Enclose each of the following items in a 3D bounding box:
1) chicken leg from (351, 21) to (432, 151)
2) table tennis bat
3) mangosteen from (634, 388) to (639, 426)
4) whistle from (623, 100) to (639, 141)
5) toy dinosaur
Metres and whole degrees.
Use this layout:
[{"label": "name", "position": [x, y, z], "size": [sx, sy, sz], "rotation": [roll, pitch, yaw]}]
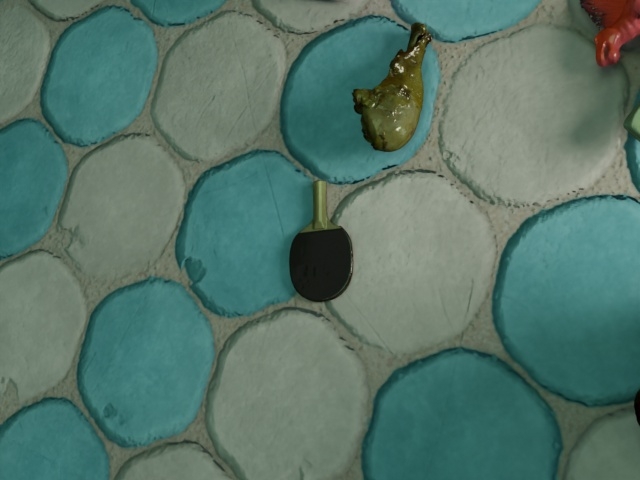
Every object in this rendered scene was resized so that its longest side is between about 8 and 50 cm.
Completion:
[{"label": "chicken leg", "position": [0.093, -0.193, 0.899], "size": [0.093, 0.070, 0.178], "rotation": [28, 77, -17]}, {"label": "table tennis bat", "position": [0.000, 0.000, 0.927], "size": [0.086, 0.013, 0.157], "rotation": [-5, 77, 23]}, {"label": "mangosteen", "position": [0.412, 0.146, 0.611], "size": [0.275, 0.275, 0.302], "rotation": [53, 136, 24]}, {"label": "whistle", "position": [0.417, -0.194, 0.748], "size": [0.244, 0.092, 0.110], "rotation": [-42, 70, 8]}, {"label": "toy dinosaur", "position": [0.385, -0.319, 0.821], "size": [0.286, 0.070, 0.139], "rotation": [-54, 42, 2]}]
